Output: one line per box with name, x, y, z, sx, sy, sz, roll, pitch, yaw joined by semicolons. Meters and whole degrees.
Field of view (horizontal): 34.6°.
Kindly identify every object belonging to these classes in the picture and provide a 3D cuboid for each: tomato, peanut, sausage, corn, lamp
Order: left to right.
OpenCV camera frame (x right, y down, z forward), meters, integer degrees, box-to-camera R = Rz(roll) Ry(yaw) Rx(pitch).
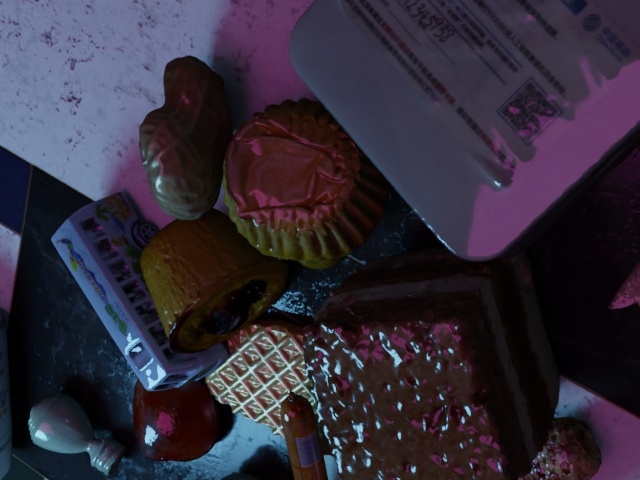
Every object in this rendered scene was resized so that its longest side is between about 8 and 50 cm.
lamp;-0.450;0.358;1.890;0.193;0.106;0.106;33;123;6
tomato;-0.269;0.305;1.753;0.189;0.099;0.173;6;114;31
peanut;-0.184;-0.149;1.455;0.110;0.233;0.197;10;158;18
sausage;-0.016;0.367;1.614;0.053;0.053;0.348;10;129;28
corn;0.267;0.338;1.445;0.290;0.098;0.098;-39;87;36

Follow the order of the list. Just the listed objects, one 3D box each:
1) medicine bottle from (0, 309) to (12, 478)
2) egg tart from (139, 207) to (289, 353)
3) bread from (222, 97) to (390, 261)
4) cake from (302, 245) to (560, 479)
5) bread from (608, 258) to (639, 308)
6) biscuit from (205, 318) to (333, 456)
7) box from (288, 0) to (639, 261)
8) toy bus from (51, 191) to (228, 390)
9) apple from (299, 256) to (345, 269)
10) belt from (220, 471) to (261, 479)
medicine bottle;-0.685;0.298;1.947;0.190;0.190;0.332;16;116;25
egg tart;-0.164;0.060;1.542;0.171;0.215;0.215;54;127;21
bread;-0.022;-0.086;1.388;0.240;0.139;0.240;-1;80;4
cake;0.154;0.163;1.323;0.255;0.290;0.282;-8;106;35
bread;0.405;0.011;1.241;0.105;0.077;0.152;4;110;29
biscuit;-0.048;0.227;1.625;0.309;0.040;0.205;24;120;21
box;0.203;-0.230;1.187;0.396;0.111;0.396;-45;73;23
toy bus;-0.290;0.088;1.650;0.109;0.136;0.330;-40;81;38
apple;0.000;0.000;1.485;0.089;0.074;0.090;4;119;6
belt;-0.119;0.458;1.743;0.151;0.079;0.121;42;115;-3
